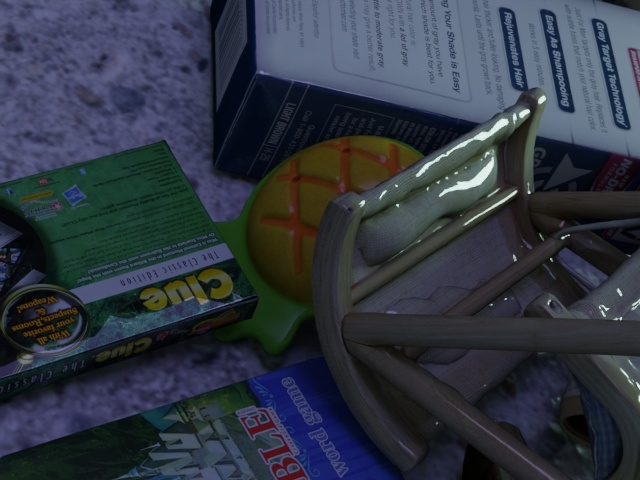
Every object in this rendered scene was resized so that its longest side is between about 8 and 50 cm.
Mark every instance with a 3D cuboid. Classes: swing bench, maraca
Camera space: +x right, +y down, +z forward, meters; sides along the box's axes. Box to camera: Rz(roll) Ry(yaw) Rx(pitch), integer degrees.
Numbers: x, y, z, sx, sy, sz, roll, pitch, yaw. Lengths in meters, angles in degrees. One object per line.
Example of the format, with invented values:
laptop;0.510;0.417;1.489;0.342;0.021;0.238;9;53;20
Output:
swing bench;0.161;0.042;0.994;0.255;0.165;0.253;20;30;28
maraca;0.000;0.000;1.085;0.186;0.099;0.127;-30;63;-12

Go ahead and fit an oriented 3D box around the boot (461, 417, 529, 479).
boot;0.182;0.189;0.990;0.165;0.077;0.213;-4;44;-15

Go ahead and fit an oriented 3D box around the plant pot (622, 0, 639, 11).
plant pot;0.300;-0.329;1.370;0.323;0.323;0.280;-35;100;-42

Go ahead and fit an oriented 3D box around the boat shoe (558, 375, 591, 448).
boat shoe;0.232;0.143;1.097;0.170;0.063;0.059;27;47;11

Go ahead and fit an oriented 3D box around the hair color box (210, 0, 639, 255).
hair color box;0.098;-0.109;1.216;0.347;0.105;0.173;11;48;-17

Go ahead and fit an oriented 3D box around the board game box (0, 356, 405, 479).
board game box;-0.054;0.237;0.870;0.318;0.066;0.318;-16;60;-35

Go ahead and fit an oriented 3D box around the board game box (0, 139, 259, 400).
board game box;-0.180;0.025;1.000;0.260;0.030;0.136;-16;58;-28
